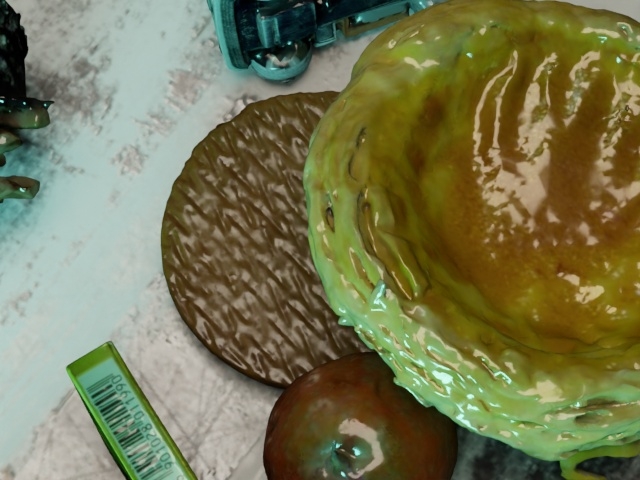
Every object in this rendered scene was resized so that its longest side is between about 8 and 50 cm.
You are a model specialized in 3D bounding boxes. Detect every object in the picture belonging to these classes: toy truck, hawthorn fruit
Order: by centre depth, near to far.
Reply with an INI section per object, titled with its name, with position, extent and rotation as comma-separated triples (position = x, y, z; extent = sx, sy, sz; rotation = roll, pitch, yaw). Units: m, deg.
[hawthorn fruit]
position = 0.020, 0.165, 1.459
extent = 0.149, 0.149, 0.189
rotation = 21, 29, 13
[toy truck]
position = 0.041, -0.262, 1.655
extent = 0.305, 0.136, 0.162
rotation = -19, 60, -7

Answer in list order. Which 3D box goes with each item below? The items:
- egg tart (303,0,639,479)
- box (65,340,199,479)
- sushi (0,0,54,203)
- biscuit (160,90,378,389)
[egg tart]
position = 0.166, -0.004, 1.492
extent = 0.387, 0.169, 0.388
rotation = 5, 65, -10
[box]
position = -0.078, 0.230, 1.430
extent = 0.043, 0.173, 0.311
rotation = -32, 69, -9
[sushi]
position = -0.349, -0.102, 1.576
extent = 0.238, 0.225, 0.219
rotation = 0, 73, 40
[biscuit]
position = 0.000, 0.000, 1.596
extent = 0.262, 0.037, 0.262
rotation = -2, 67, 4
